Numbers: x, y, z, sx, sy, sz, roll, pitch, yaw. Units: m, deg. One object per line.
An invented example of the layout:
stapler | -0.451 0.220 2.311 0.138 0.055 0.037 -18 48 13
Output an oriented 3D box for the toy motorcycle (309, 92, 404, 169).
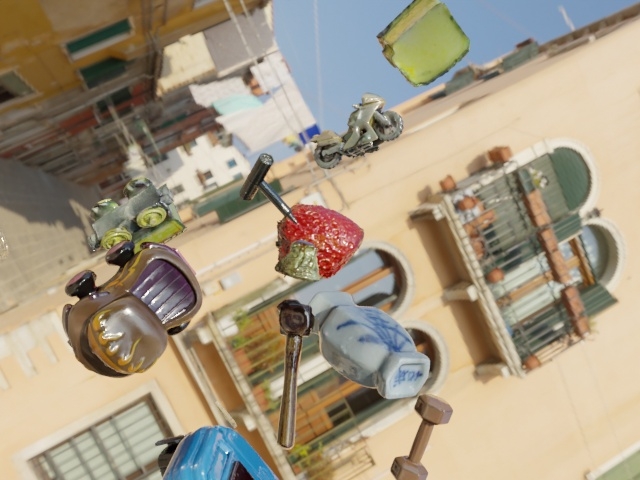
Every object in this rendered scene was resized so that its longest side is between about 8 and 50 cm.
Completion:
toy motorcycle | 0.079 -0.259 1.537 0.094 0.229 0.130 -2 71 -67

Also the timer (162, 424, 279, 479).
timer | -0.151 0.522 1.251 0.340 0.115 0.309 53 8 -7

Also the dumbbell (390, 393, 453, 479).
dumbbell | 0.248 0.496 1.629 0.231 0.082 0.092 -70 -161 5

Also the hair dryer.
hair dryer | -0.126 -0.134 1.881 0.195 0.050 0.173 38 -42 3

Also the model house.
model house | 0.263 -0.542 1.781 0.170 0.194 0.211 39 15 -30

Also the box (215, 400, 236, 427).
box | -0.275 0.506 1.918 0.083 0.012 0.046 42 -22 29

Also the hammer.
hammer | -0.087 0.374 1.834 0.242 0.095 0.409 76 20 -81

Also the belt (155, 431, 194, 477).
belt | -0.284 0.526 1.623 0.218 0.128 0.122 12 62 -61

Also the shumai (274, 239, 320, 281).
shumai | -0.047 0.043 1.504 0.123 0.099 0.087 15 -87 55

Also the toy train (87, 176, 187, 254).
toy train | -0.497 -0.054 1.782 0.134 0.261 0.177 60 4 27

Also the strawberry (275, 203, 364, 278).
strawberry | 0.000 0.000 2.039 0.257 0.276 0.257 -6 90 -82

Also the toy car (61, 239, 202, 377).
toy car | -0.414 0.157 1.505 0.240 0.340 0.271 4 -46 57

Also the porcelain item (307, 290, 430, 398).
porcelain item | 0.130 0.307 1.972 0.405 0.242 0.178 37 -67 46

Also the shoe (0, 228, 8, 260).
shoe | -0.806 0.013 1.529 0.180 0.092 0.089 41 33 -79
